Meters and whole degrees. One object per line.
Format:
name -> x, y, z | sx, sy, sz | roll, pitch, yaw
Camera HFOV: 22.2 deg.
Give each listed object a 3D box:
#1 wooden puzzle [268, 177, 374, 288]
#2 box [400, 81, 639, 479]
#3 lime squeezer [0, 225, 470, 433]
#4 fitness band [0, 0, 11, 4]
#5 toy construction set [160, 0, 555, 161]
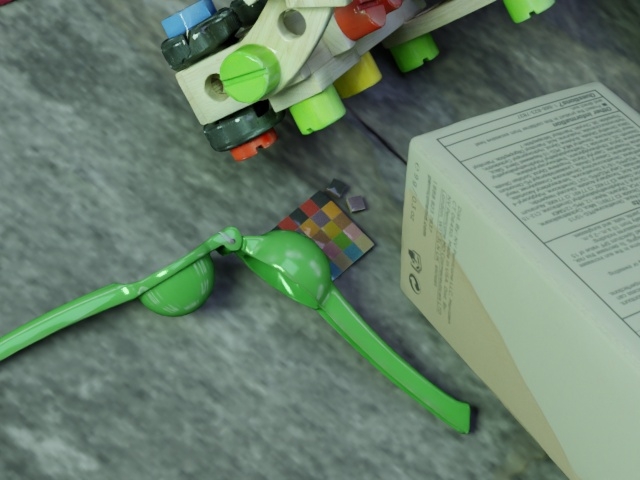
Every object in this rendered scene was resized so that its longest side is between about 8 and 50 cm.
wooden puzzle -> 0.000, 0.000, 1.005 | 0.049, 0.006, 0.083 | 46, 62, 8
box -> 0.183, 0.052, 0.893 | 0.148, 0.121, 0.311 | -17, 42, -22
lime squeezer -> -0.060, 0.045, 0.947 | 0.310, 0.059, 0.110 | 5, 99, -14
fitness band -> -0.288, -0.238, 1.010 | 0.290, 0.054, 0.209 | -1, 66, -15
toy construction set -> 0.027, -0.152, 0.948 | 0.327, 0.215, 0.151 | -16, 84, -62
